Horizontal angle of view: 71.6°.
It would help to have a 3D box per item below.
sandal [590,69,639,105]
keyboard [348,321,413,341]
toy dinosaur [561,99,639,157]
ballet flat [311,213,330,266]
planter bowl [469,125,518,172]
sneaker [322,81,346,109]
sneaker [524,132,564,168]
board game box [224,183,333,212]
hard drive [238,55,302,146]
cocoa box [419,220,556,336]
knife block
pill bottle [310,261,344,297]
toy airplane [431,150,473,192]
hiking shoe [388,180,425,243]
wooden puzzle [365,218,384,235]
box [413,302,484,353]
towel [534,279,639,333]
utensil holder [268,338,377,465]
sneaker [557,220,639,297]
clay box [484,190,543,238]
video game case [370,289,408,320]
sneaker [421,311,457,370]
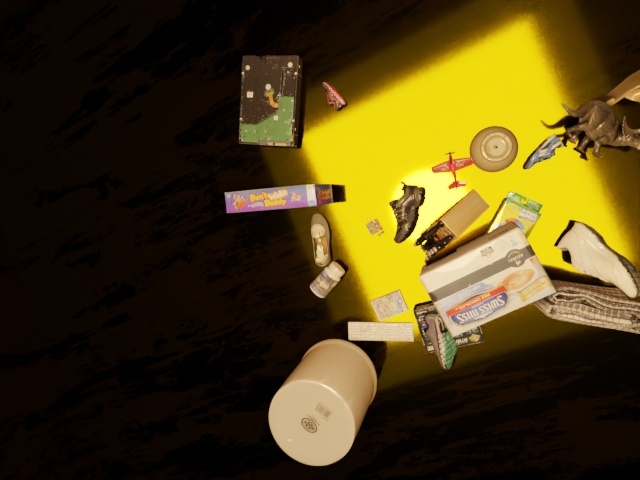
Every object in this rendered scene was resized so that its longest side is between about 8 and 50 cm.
[{"bbox_3d":[0.987,-0.465,1.410,0.240,0.088,0.079,-30,119,24],"label":"sandal"},{"bbox_3d":[0.235,0.358,1.747,0.256,0.014,0.072,-2,96,16],"label":"keyboard"},{"bbox_3d":[0.870,-0.368,1.403,0.314,0.121,0.160,32,105,-11],"label":"toy dinosaur"},{"bbox_3d":[0.000,0.000,1.744,0.072,0.068,0.213,-7,94,17],"label":"ballet flat"},{"bbox_3d":[0.594,-0.315,1.511,0.162,0.109,0.161,2,96,16],"label":"planter bowl"},{"bbox_3d":[0.040,-0.547,1.683,0.057,0.047,0.119,-43,83,28],"label":"sneaker"},{"bbox_3d":[0.754,-0.291,1.497,0.059,0.053,0.144,43,107,5],"label":"sneaker"},{"bbox_3d":[-0.149,-0.161,1.683,0.347,0.233,0.078,-3,96,16],"label":"board game box"},{"bbox_3d":[-0.196,-0.542,1.739,0.237,0.064,0.338,6,97,16],"label":"hard drive"},{"bbox_3d":[0.536,0.123,1.464,0.347,0.231,0.227,-30,88,18],"label":"cocoa box"},{"bbox_3d":[0.448,-0.052,1.516,0.276,0.242,0.088,-42,85,16],"label":"knife block"},{"bbox_3d":[0.029,0.153,1.749,0.078,0.078,0.137,42,105,8],"label":"pill bottle"},{"bbox_3d":[0.481,-0.246,1.592,0.151,0.028,0.151,5,100,29],"label":"toy airplane"},{"bbox_3d":[0.305,-0.102,1.646,0.114,0.086,0.226,23,97,26],"label":"hiking shoe"},{"bbox_3d":[0.207,-0.052,1.709,0.049,0.006,0.083,-30,88,17],"label":"wooden puzzle"},{"bbox_3d":[0.475,0.311,1.651,0.220,0.051,0.175,-18,92,17],"label":"box"},{"bbox_3d":[0.861,0.203,1.433,0.284,0.235,0.121,9,92,15],"label":"towel"},{"bbox_3d":[0.018,0.585,1.644,0.328,0.385,0.327,2,98,17],"label":"utensil holder"},{"bbox_3d":[0.903,0.074,1.436,0.129,0.111,0.297,-53,42,29],"label":"sneaker"},{"bbox_3d":[0.668,-0.050,1.551,0.128,0.053,0.222,27,104,11],"label":"clay box"},{"bbox_3d":[0.268,0.254,1.726,0.122,0.011,0.087,-25,89,17],"label":"video game case"},{"bbox_3d":[0.431,0.363,1.619,0.098,0.083,0.223,6,112,51],"label":"sneaker"}]
